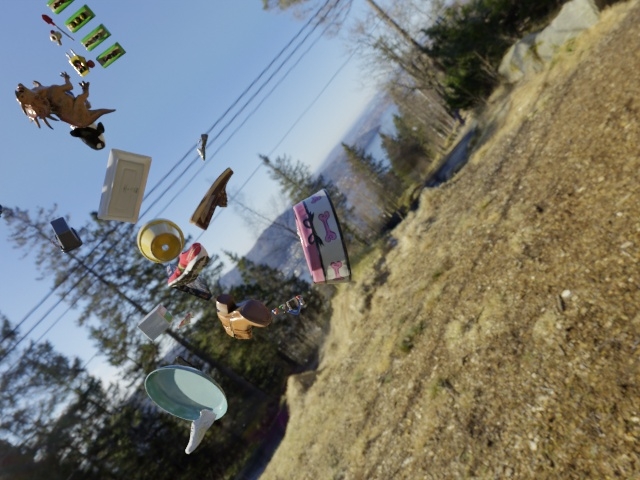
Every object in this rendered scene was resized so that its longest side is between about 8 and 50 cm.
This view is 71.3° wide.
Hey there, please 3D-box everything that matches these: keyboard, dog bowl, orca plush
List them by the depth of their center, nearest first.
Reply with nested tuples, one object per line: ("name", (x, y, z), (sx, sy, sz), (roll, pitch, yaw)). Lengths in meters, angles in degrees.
("keyboard", (-0.490, 0.519, 1.785), (0.038, 0.192, 0.100), (-52, -6, -38))
("dog bowl", (0.000, 0.000, 1.860), (0.150, 0.408, 0.408), (-16, 5, -5))
("orca plush", (-1.000, -0.478, 1.861), (0.287, 0.151, 0.102), (101, -175, -53))

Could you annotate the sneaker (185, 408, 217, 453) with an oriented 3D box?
("sneaker", (-0.417, 0.646, 1.517), (0.152, 0.061, 0.054), (-58, 4, -15))

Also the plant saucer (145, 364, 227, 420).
("plant saucer", (-0.495, 0.567, 1.667), (0.317, 0.317, 0.044), (-46, 16, 33))

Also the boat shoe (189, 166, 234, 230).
("boat shoe", (-0.520, -0.206, 2.241), (0.342, 0.123, 0.123), (-58, 17, -6))

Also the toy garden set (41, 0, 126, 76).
("toy garden set", (-0.820, -0.684, 1.500), (0.204, 0.244, 0.049), (-20, 37, 25))

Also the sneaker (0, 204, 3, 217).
("sneaker", (-1.356, -0.079, 1.799), (0.147, 0.130, 0.330), (-22, -36, -38))

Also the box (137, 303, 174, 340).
("box", (-0.664, 0.330, 1.803), (0.102, 0.087, 0.101), (-42, 13, -1))

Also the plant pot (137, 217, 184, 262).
("plant pot", (-0.879, 0.015, 2.486), (0.254, 0.254, 0.239), (-52, 27, -8))

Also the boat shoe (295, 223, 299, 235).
("boat shoe", (-0.046, -0.093, 2.195), (0.080, 0.076, 0.228), (-13, 13, 42))

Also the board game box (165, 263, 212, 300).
("board game box", (-0.713, 0.228, 2.418), (0.042, 0.243, 0.165), (-48, 46, 8))

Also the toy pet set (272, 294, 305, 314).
("toy pet set", (-0.113, 0.268, 1.746), (0.122, 0.065, 0.114), (-29, -3, 2))

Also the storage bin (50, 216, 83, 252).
("storage bin", (-1.065, -0.027, 1.842), (0.098, 0.135, 0.091), (-30, -38, -24))

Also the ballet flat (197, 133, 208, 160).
("ballet flat", (-0.487, -0.385, 1.834), (0.041, 0.041, 0.114), (-68, -8, -68))

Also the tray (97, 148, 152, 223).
("tray", (-0.722, -0.193, 1.648), (0.030, 0.145, 0.270), (36, 112, 49))

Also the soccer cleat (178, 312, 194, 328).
("soccer cleat", (-0.592, 0.358, 1.965), (0.083, 0.035, 0.029), (-53, 4, -33))

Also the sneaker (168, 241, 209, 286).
("sneaker", (-0.600, 0.110, 2.012), (0.279, 0.118, 0.107), (-41, -23, 26))

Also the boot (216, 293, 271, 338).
("boot", (-0.324, 0.360, 1.929), (0.109, 0.283, 0.220), (-57, -29, -46))

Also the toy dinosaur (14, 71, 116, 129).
("toy dinosaur", (-0.848, -0.436, 1.474), (0.127, 0.296, 0.200), (-27, 58, 36))
